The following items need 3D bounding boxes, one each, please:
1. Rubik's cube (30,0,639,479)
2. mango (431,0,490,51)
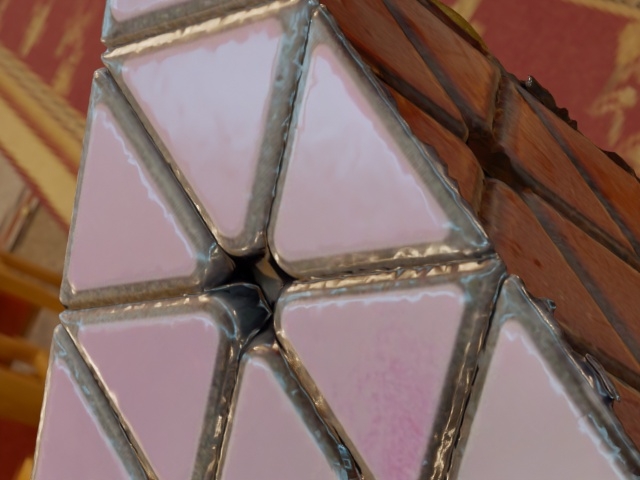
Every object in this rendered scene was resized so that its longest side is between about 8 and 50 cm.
[{"bbox_3d":[-0.031,0.005,0.403,0.178,0.190,0.211,-37,8,18],"label":"Rubik's cube"},{"bbox_3d":[0.081,-0.067,1.146,0.099,0.136,0.227,-83,-10,-73],"label":"mango"}]
